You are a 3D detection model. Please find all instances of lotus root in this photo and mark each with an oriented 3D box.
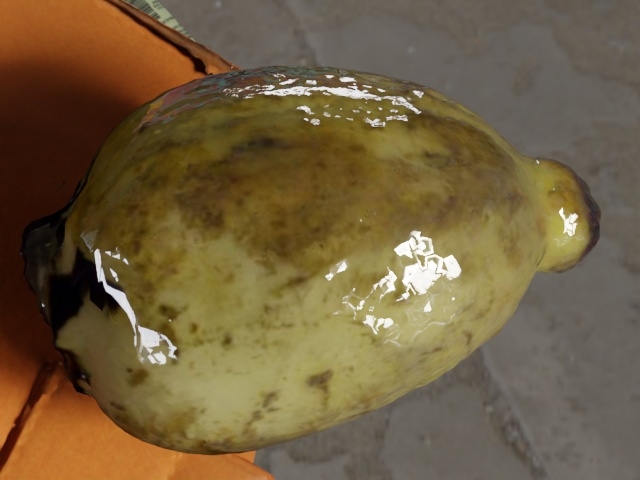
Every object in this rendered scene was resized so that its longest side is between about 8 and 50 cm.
[{"bbox_3d":[0.000,0.000,0.588,0.214,0.138,0.138,-15,46,-12],"label":"lotus root"}]

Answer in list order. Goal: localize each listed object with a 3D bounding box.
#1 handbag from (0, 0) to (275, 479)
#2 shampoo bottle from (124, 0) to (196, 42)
[{"bbox_3d":[-0.164,0.063,0.622,0.303,0.116,0.410,32,55,-14],"label":"handbag"},{"bbox_3d":[-0.085,-0.070,0.893,0.162,0.079,0.079,48,60,-4],"label":"shampoo bottle"}]
